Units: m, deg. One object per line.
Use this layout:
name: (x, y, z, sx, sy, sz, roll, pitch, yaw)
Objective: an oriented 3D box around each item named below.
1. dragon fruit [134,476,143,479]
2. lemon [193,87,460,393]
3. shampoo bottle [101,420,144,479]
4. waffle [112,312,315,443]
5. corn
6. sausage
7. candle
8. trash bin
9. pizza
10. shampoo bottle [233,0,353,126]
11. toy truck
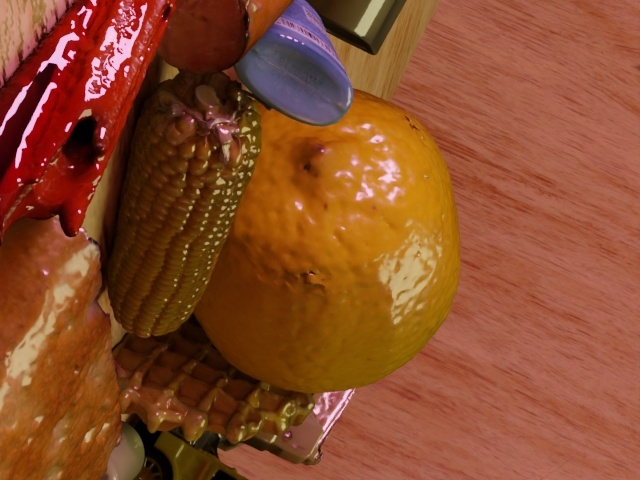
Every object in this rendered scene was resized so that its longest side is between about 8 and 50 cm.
dragon fruit: (-0.244, 0.322, 1.580, 0.137, 0.135, 0.236, -58, 156, -17)
lemon: (0.000, -0.001, 1.479, 0.336, 0.336, 0.336, 25, 90, -86)
shampoo bottle: (-0.231, 0.233, 1.489, 0.162, 0.079, 0.079, -45, 159, -78)
waffle: (-0.116, 0.158, 1.544, 0.229, 0.219, 0.057, -58, 169, -65)
corn: (-0.123, -0.025, 1.214, 0.106, 0.106, 0.305, -61, 176, -41)
sausage: (-0.048, -0.222, 1.069, 0.270, 0.109, 0.109, -58, 172, -55)
candle: (-0.142, -0.106, 0.847, 0.059, 0.084, 0.301, -26, -148, 41)
trash bin: (0.076, -0.357, 1.679, 0.247, 0.121, 0.243, -63, 176, 4)
pizza: (-0.222, 0.150, 0.927, 0.408, 0.114, 0.277, -67, 174, 28)
shampoo bottle: (-0.035, -0.176, 1.199, 0.061, 0.104, 0.258, -53, -160, 16)
toy truck: (-0.120, 0.254, 1.888, 0.405, 0.254, 0.180, -60, 178, -28)
